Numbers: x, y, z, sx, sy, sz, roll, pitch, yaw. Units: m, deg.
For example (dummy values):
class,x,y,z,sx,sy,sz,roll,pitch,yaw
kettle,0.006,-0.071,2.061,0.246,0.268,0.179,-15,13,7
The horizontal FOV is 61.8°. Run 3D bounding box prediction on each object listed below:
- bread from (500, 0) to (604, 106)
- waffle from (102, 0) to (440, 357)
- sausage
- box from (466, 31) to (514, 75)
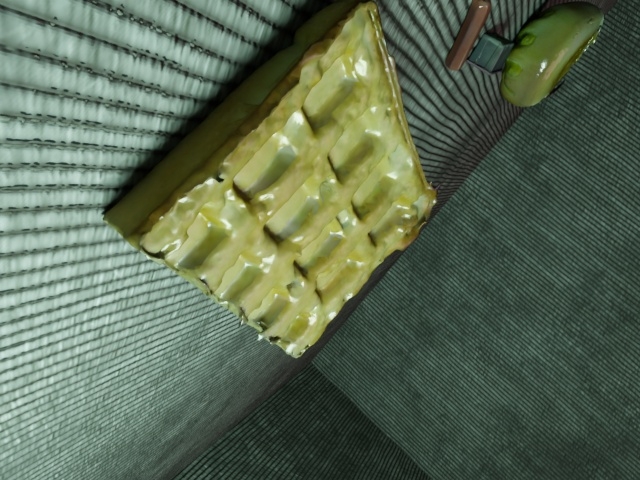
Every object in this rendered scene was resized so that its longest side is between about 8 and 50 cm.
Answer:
class,x,y,z,sx,sy,sz,roll,pitch,yaw
bread,0.524,-0.456,1.246,0.261,0.158,0.156,-48,158,2
waffle,-0.009,-0.036,0.579,0.304,0.077,0.348,-48,145,-10
sausage,0.241,-0.336,0.879,0.035,0.030,0.147,-42,166,-22
box,0.337,-0.369,1.052,0.084,0.060,0.063,-32,155,-50
